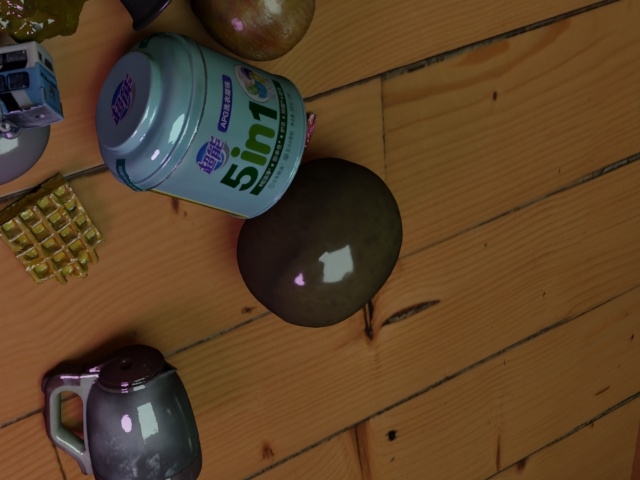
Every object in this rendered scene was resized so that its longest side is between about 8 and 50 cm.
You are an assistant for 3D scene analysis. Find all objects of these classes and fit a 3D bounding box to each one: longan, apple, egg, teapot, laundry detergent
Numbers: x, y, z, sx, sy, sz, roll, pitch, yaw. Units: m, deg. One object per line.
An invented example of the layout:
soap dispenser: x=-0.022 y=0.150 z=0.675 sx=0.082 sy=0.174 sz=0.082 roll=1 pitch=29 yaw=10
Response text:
longan: x=0.000 y=0.000 z=2.064 sx=0.360 sy=0.361 sz=0.361 roll=-18 pitch=126 yaw=-27
apple: x=-0.118 y=-0.432 z=1.779 sx=0.211 sy=0.211 sz=0.188 roll=-53 pitch=140 yaw=3
egg: x=-0.550 y=-0.171 z=1.670 sx=0.198 sy=0.146 sz=0.146 roll=-36 pitch=132 yaw=-1
teapot: x=-0.422 y=0.368 z=2.070 sx=0.314 sy=0.233 sz=0.312 roll=-5 pitch=116 yaw=-1
laundry detergent: x=-0.229 y=-0.209 z=1.783 sx=0.305 sy=0.287 sz=0.287 roll=15 pitch=107 yaw=-41

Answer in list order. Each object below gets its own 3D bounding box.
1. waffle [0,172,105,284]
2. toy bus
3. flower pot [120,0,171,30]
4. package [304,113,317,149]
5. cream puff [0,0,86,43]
waffle: x=-0.504 y=0.000 z=1.870 sx=0.160 sy=0.055 sz=0.211 roll=-36 pitch=133 yaw=-14
toy bus: x=-0.566 y=-0.222 z=1.553 sx=0.297 sy=0.131 sz=0.106 roll=-8 pitch=171 yaw=3
flower pot: x=-0.290 y=-0.487 z=1.643 sx=0.148 sy=0.235 sz=0.235 roll=38 pitch=92 yaw=-24
package: x=-0.100 y=-0.232 z=2.042 sx=0.200 sy=0.022 sz=0.083 roll=2 pitch=115 yaw=-35
cream puff: x=-0.466 y=-0.424 z=1.544 sx=0.244 sy=0.196 sz=0.244 roll=-19 pitch=128 yaw=-27
